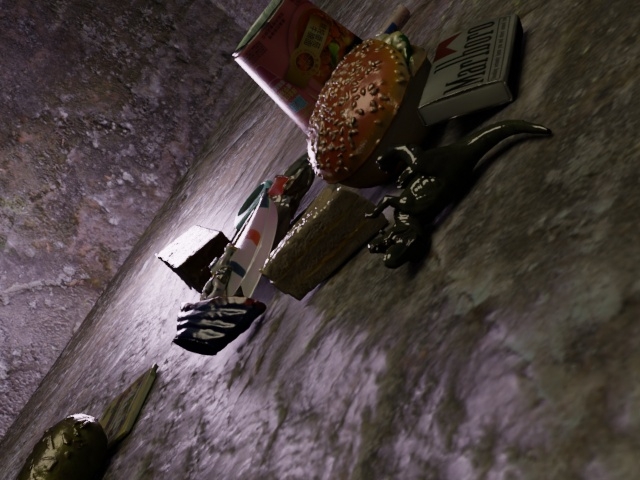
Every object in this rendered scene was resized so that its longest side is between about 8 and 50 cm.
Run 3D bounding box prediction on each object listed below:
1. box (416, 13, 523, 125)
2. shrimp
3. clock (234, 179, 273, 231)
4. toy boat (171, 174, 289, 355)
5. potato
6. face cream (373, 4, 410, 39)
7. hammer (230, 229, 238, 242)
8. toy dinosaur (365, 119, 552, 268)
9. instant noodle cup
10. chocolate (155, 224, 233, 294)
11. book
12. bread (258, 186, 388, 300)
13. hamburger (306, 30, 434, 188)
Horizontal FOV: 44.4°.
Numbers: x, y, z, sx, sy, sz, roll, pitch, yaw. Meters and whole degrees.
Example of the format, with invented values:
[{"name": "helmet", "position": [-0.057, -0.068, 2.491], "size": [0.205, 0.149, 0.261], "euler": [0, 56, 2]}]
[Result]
[{"name": "box", "position": [0.190, -0.215, 0.982], "size": [0.115, 0.036, 0.177], "euler": [-15, 34, 29]}, {"name": "shrimp", "position": [-0.079, -0.024, 1.330], "size": [0.316, 0.062, 0.164], "euler": [-57, 24, -7]}, {"name": "clock", "position": [-0.122, -0.072, 1.568], "size": [0.108, 0.045, 0.147], "euler": [-47, 16, 13]}, {"name": "toy boat", "position": [-0.115, 0.047, 1.210], "size": [0.318, 0.072, 0.219], "euler": [-53, 29, -2]}, {"name": "potato", "position": [-0.447, 0.401, 1.294], "size": [0.251, 0.113, 0.149], "euler": [-55, 20, -17]}, {"name": "face cream", "position": [0.141, -0.444, 1.677], "size": [0.130, 0.034, 0.034], "euler": [-53, 16, -8]}, {"name": "hammer", "position": [-0.173, -0.026, 1.658], "size": [0.110, 0.019, 0.035], "euler": [-59, 17, -18]}, {"name": "toy dinosaur", "position": [0.143, -0.041, 0.830], "size": [0.179, 0.087, 0.187], "euler": [15, 81, 34]}, {"name": "instant noodle cup", "position": [-0.018, -0.319, 1.451], "size": [0.244, 0.255, 0.244], "euler": [-44, 20, 21]}, {"name": "chocolate", "position": [-0.234, 0.036, 1.538], "size": [0.112, 0.112, 0.321], "euler": [-46, 14, -11]}, {"name": "book", "position": [-0.372, 0.328, 1.435], "size": [0.192, 0.013, 0.168], "euler": [-42, 19, 31]}, {"name": "bread", "position": [0.001, 0.008, 0.999], "size": [0.152, 0.077, 0.105], "euler": [-54, 15, -5]}, {"name": "hamburger", "position": [0.068, -0.174, 1.087], "size": [0.237, 0.147, 0.237], "euler": [-47, 18, 21]}]
